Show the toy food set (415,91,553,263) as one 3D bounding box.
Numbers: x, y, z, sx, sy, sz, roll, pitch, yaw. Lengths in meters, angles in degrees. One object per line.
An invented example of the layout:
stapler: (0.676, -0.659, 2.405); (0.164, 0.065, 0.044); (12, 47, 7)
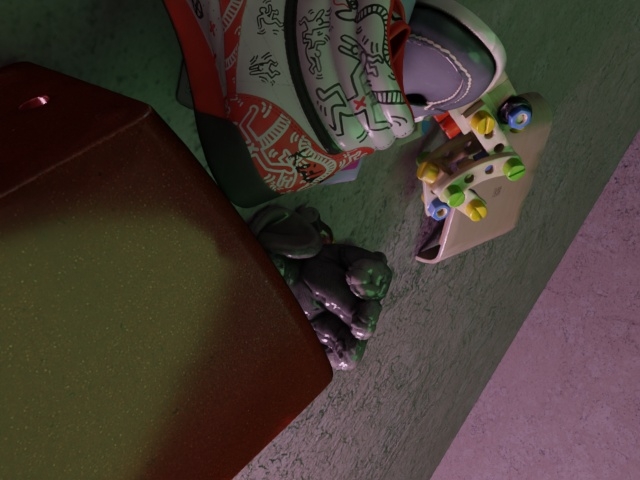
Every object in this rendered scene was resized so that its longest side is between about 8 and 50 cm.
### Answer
toy food set: (0.291, -0.111, 1.168); (0.219, 0.092, 0.306); (-19, 133, -32)

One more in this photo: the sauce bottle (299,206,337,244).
sauce bottle: (0.000, 0.000, 0.862); (0.042, 0.042, 0.128); (-47, 151, -17)

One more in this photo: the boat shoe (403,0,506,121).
boat shoe: (0.059, -0.137, 0.598); (0.116, 0.319, 0.099); (39, 84, -16)

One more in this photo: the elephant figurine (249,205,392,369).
elephant figurine: (-0.046, 0.043, 0.750); (0.186, 0.239, 0.170); (104, 7, -80)

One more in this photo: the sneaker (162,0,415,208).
sneaker: (-0.029, -0.168, 0.417); (0.144, 0.270, 0.090); (-20, 172, 12)

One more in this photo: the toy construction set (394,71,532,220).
toy construction set: (0.182, -0.160, 0.895); (0.215, 0.151, 0.327); (-37, 145, 13)

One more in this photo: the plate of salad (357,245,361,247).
plate of salad: (0.038, 0.106, 0.969); (0.200, 0.048, 0.200); (18, 90, -76)

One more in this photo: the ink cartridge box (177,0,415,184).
ink cartridge box: (-0.008, -0.221, 0.487); (0.065, 0.185, 0.311); (-17, 132, -48)

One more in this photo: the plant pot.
plant pot: (-0.188, 0.037, 0.418); (0.267, 0.267, 0.236); (-39, 135, -30)
